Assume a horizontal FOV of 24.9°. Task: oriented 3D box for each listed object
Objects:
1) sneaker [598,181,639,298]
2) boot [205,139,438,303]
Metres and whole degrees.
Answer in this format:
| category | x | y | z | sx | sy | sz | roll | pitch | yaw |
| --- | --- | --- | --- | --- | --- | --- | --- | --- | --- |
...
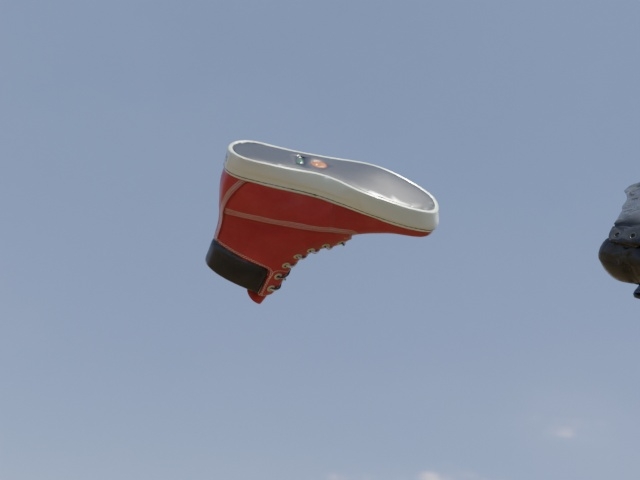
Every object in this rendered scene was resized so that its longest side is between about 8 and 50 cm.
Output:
| category | x | y | z | sx | sy | sz | roll | pitch | yaw |
| --- | --- | --- | --- | --- | --- | --- | --- | --- | --- |
| sneaker | 0.184 | 0.013 | 0.744 | 0.089 | 0.170 | 0.051 | -11 | -64 | 29 |
| boot | 0.000 | 0.000 | 1.608 | 0.244 | 0.176 | 0.088 | 13 | 23 | 1 |
